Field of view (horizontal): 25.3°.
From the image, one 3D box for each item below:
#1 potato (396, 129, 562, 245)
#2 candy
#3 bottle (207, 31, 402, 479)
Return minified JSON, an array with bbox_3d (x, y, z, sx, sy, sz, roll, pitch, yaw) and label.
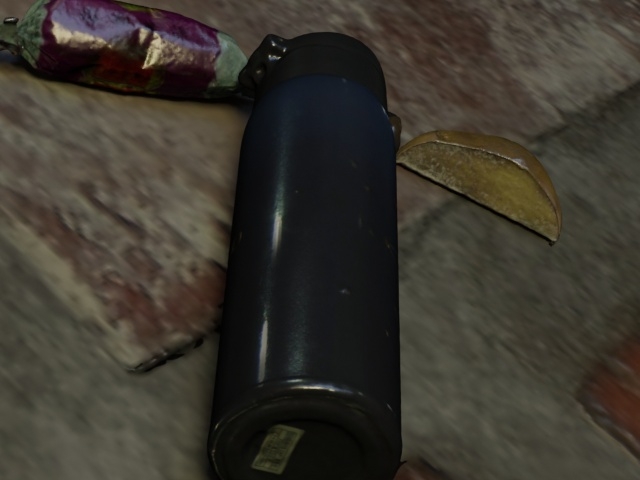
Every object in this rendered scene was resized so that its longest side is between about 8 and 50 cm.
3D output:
[{"bbox_3d":[0.087,-0.040,0.717,0.093,0.036,0.037,27,43,5],"label":"potato"},{"bbox_3d":[-0.093,-0.094,0.688,0.175,0.045,0.043,8,76,-20],"label":"candy"},{"bbox_3d":[0.000,0.000,0.604,0.082,0.072,0.244,23,38,-19],"label":"bottle"}]
